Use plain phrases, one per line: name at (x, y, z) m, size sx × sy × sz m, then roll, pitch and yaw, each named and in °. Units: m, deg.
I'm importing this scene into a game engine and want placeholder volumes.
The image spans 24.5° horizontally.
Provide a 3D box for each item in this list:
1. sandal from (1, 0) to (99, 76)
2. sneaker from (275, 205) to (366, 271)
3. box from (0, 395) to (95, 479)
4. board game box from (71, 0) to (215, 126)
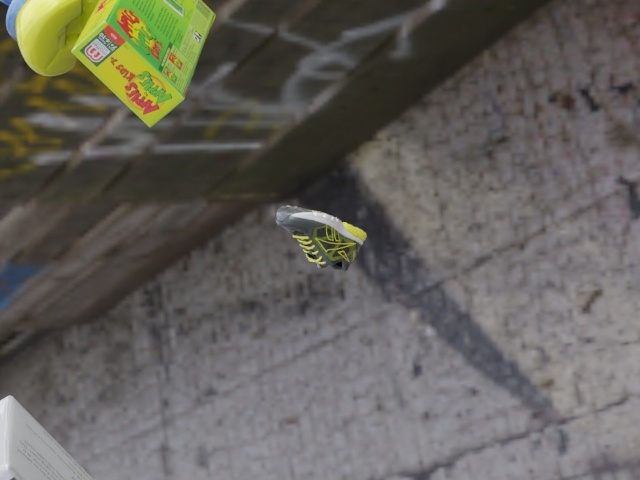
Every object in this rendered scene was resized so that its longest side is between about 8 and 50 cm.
sandal at (-0.207, -0.287, 1.469) m, size 0.138 × 0.317 × 0.126 m, roll 38°, pitch 137°, yaw 20°
sneaker at (0.000, 0.000, 0.998) m, size 0.031 × 0.083 × 0.035 m, roll 13°, pitch 85°, yaw 45°
box at (-0.332, 0.287, 1.496) m, size 0.181 × 0.182 × 0.119 m, roll -30°, pitch 31°, yaw 11°
board game box at (-0.149, -0.181, 1.279) m, size 0.043 × 0.092 × 0.181 m, roll -37°, pitch 21°, yaw 24°
